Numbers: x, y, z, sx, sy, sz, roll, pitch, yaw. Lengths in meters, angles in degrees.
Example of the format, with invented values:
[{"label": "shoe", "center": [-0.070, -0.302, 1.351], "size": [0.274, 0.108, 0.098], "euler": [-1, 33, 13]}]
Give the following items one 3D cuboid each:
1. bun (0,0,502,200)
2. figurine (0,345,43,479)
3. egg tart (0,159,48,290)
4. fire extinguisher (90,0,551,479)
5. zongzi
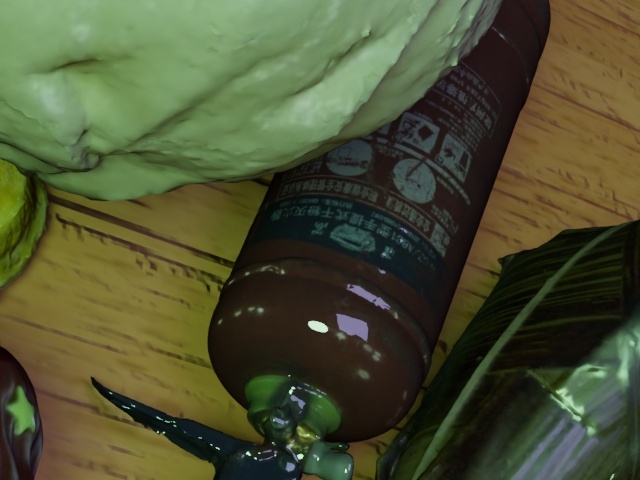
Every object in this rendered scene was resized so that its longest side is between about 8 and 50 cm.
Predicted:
[{"label": "bun", "center": [-0.099, -0.141, 0.775], "size": [0.365, 0.365, 0.219], "euler": [5, 111, -37]}, {"label": "figurine", "center": [-0.184, 0.125, 0.700], "size": [0.175, 0.116, 0.240], "euler": [41, 52, -17]}, {"label": "egg tart", "center": [-0.158, -0.024, 0.833], "size": [0.105, 0.039, 0.105], "euler": [14, 65, -32]}, {"label": "fire extinguisher", "center": [0.000, 0.000, 0.917], "size": [0.138, 0.102, 0.344], "euler": [19, 56, 7]}, {"label": "zongzi", "center": [0.140, 0.072, 0.891], "size": [0.111, 0.241, 0.247], "euler": [47, 51, -14]}]
